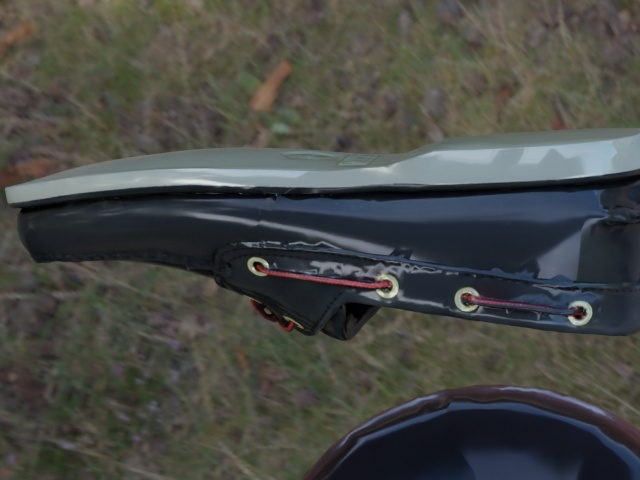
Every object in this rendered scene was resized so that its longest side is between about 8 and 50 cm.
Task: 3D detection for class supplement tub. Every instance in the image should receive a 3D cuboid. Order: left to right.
[{"bbox_3d":[0.046,0.121,0.441,0.106,0.198,0.106,-3,60,6],"label":"supplement tub"}]

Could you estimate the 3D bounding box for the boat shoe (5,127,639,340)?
[{"bbox_3d":[-0.001,0.000,0.345,0.133,0.049,0.042,0,99,17],"label":"boat shoe"}]
